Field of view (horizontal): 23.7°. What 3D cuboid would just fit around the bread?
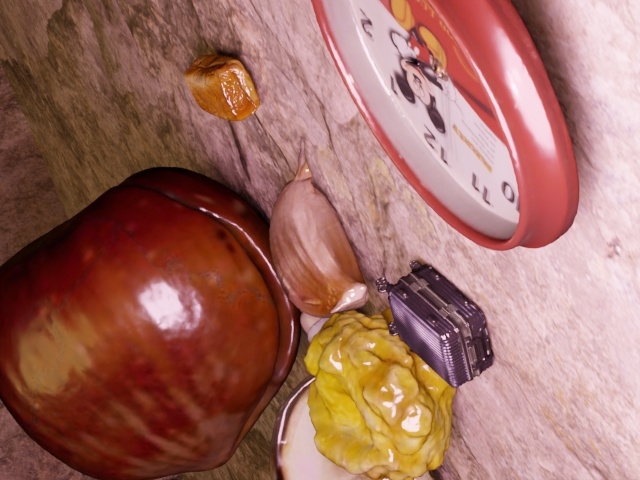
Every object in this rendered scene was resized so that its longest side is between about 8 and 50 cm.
[{"bbox_3d":[-0.115,-0.182,1.808,0.074,0.053,0.132,62,165,-18],"label":"bread"}]

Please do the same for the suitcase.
[{"bbox_3d":[0.116,0.084,1.520,0.126,0.059,0.086,43,158,48],"label":"suitcase"}]

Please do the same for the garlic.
[{"bbox_3d":[-0.005,-0.006,1.725,0.128,0.090,0.198,135,122,-66],"label":"garlic"}]

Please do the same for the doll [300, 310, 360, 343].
[{"bbox_3d":[0.019,0.102,1.861,0.127,0.073,0.084,61,-162,17],"label":"doll"}]

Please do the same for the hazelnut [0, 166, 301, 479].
[{"bbox_3d":[-0.235,0.103,2.035,0.402,0.429,0.402,46,-162,-19],"label":"hazelnut"}]

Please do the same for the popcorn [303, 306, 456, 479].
[{"bbox_3d":[0.072,0.167,1.652,0.197,0.156,0.197,31,126,57],"label":"popcorn"}]

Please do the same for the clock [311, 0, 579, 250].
[{"bbox_3d":[0.098,-0.135,1.173,0.318,0.080,0.318,53,166,19],"label":"clock"}]

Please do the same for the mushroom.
[{"bbox_3d":[0.038,0.298,1.903,0.267,0.189,0.164,57,178,9],"label":"mushroom"}]
